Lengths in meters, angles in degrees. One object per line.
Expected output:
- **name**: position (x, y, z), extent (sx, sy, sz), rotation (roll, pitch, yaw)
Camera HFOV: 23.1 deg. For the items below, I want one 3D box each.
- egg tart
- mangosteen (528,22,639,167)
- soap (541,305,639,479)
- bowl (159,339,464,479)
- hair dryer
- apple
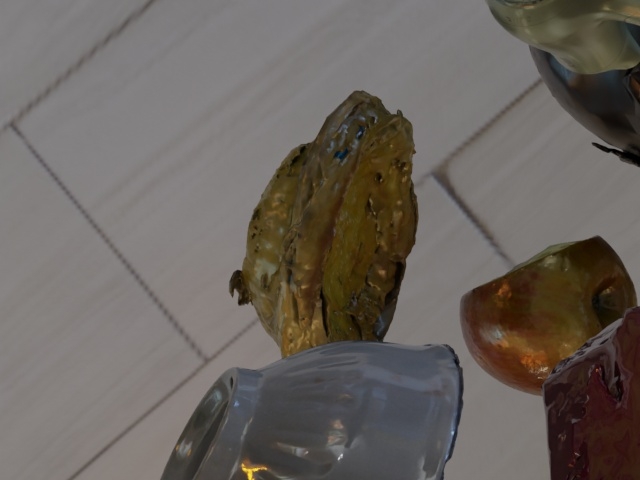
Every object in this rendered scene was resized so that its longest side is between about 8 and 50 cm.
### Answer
- **egg tart**: position (0.000, 0.000, 1.388), extent (0.107, 0.291, 0.291), rotation (12, 89, 21)
- **mangosteen**: position (0.411, -0.233, 1.574), extent (0.381, 0.381, 0.421), rotation (-50, 47, 2)
- **soap**: position (0.232, 0.156, 0.665), extent (0.325, 0.220, 0.127), rotation (35, 125, -21)
- **bowl**: position (-0.022, 0.111, 0.694), extent (0.086, 0.189, 0.189), rotation (28, 91, -12)
- **hair dryer**: position (0.223, -0.125, 0.910), extent (0.237, 0.206, 0.075), rotation (13, 87, 24)
- **apple**: position (0.237, 0.081, 1.628), extent (0.173, 0.195, 0.160), rotation (-5, 96, 42)
